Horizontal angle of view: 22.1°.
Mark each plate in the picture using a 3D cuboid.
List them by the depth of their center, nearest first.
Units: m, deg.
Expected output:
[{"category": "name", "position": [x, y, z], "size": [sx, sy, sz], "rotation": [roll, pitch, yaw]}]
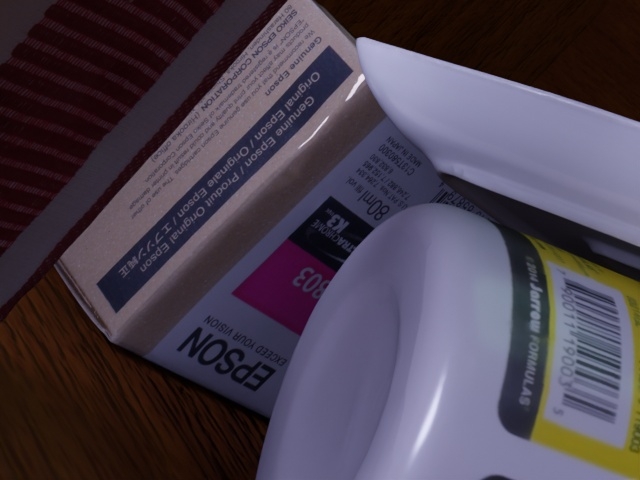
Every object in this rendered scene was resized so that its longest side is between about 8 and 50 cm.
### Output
[{"category": "plate", "position": [0.177, 0.006, 0.776], "size": [0.278, 0.045, 0.277], "rotation": [23, -4, 35]}]

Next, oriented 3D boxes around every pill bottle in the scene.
[{"category": "pill bottle", "position": [0.153, 0.125, 0.707], "size": [0.334, 0.188, 0.188], "rotation": [22, 13, -16]}]

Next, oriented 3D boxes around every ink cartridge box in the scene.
[{"category": "ink cartridge box", "position": [0.000, 0.000, 0.902], "size": [0.234, 0.193, 0.088], "rotation": [33, 13, -52]}]

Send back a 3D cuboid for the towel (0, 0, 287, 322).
[{"category": "towel", "position": [-0.125, -0.072, 0.465], "size": [0.037, 0.237, 0.329], "rotation": [46, 8, 21]}]
